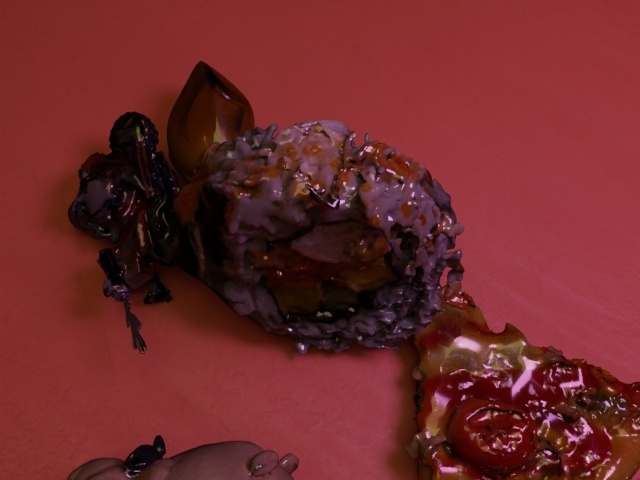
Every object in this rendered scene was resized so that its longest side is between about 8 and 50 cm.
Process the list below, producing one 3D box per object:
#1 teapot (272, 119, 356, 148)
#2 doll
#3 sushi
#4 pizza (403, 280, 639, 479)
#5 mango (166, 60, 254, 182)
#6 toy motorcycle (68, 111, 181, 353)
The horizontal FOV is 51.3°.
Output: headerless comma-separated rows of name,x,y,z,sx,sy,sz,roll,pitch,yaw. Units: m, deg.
teapot,-0.031,-0.086,1.100,0.221,0.163,0.178,-17,72,-11
doll,-0.190,0.368,0.834,0.349,0.247,0.247,-23,65,5
sushi,0.004,0.002,0.937,0.417,0.418,0.176,10,52,2
pizza,0.243,0.231,0.971,0.439,0.130,0.406,-28,70,-15
mango,-0.185,-0.179,1.130,0.136,0.166,0.236,28,20,-30
toy motorcycle,-0.299,-0.006,1.054,0.207,0.134,0.401,-32,68,15
